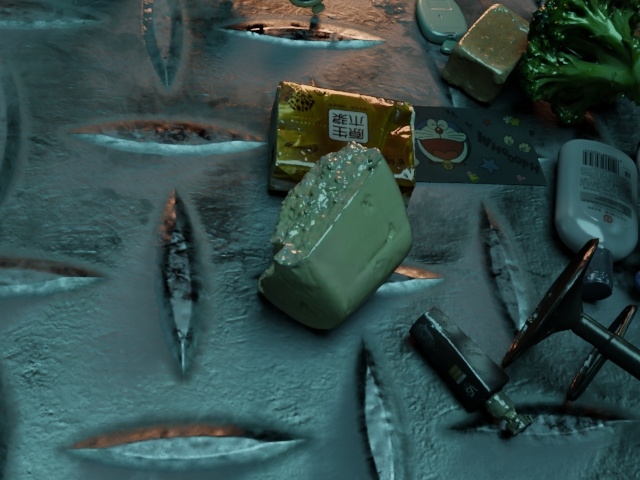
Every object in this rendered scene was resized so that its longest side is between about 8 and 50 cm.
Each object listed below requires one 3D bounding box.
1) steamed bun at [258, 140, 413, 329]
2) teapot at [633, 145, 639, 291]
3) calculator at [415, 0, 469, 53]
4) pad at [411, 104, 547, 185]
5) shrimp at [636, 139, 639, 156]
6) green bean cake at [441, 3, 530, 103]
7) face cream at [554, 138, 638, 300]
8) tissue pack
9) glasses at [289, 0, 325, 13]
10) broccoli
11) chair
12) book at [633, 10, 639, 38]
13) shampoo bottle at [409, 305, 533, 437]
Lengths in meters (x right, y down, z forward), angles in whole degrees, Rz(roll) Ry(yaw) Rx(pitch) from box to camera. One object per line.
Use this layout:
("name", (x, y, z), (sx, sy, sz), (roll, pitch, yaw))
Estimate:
("steamed bun", (0.000, 0.000, 1.309), (0.170, 0.200, 0.225), (9, 43, 42))
("teapot", (0.615, 0.015, 1.448), (0.280, 0.252, 0.424), (-23, 82, 10))
("calculator", (0.226, -0.405, 1.750), (0.095, 0.021, 0.153), (-2, 55, -17))
("pad", (0.251, -0.164, 1.599), (0.245, 0.006, 0.170), (1, 55, -15))
("shrimp", (0.624, -0.118, 1.638), (0.174, 0.076, 0.082), (33, 40, 20))
("green bean cake", (0.306, -0.333, 1.683), (0.109, 0.085, 0.179), (33, 53, 10))
("face cream", (0.446, -0.035, 1.522), (0.143, 0.071, 0.291), (17, 53, -6))
("tissue pack", (0.035, -0.148, 1.473), (0.226, 0.092, 0.183), (7, 55, -9))
("glasses", (-0.075, -0.524, 1.705), (0.189, 0.088, 0.221), (7, 54, -11))
("broccoli", (0.485, -0.302, 1.605), (0.269, 0.254, 0.269), (17, 23, -8))
("chair", (0.471, 0.197, 1.273), (0.401, 0.226, 0.226), (35, 54, 10))
("book", (0.582, -0.438, 1.868), (0.268, 0.032, 0.389), (2, 55, -13))
("shampoo bottle", (0.211, 0.184, 1.312), (0.063, 0.057, 0.208), (-28, 69, -37))
